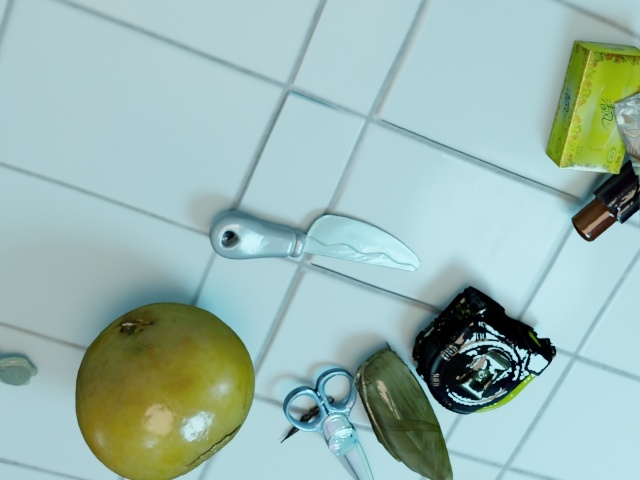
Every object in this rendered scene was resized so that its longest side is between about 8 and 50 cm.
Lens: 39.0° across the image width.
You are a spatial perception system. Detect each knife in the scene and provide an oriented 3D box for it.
[{"bbox_3d":[0.000,-0.002,1.346,0.331,0.044,0.080,5,108,-16],"label":"knife"}]

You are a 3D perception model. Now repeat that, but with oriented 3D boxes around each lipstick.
[{"bbox_3d":[0.494,-0.110,1.325,0.300,0.081,0.081,-42,114,13],"label":"lipstick"}]

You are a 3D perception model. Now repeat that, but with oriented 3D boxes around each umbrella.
[{"bbox_3d":[-0.026,0.298,1.500,0.122,0.013,0.022,-41,134,11],"label":"umbrella"}]

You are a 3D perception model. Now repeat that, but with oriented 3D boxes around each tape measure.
[{"bbox_3d":[0.250,0.190,1.429,0.199,0.112,0.186,34,110,-19],"label":"tape measure"}]

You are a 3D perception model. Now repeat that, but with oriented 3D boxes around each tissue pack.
[{"bbox_3d":[0.394,-0.188,1.285,0.095,0.062,0.176,5,116,-9],"label":"tissue pack"}]

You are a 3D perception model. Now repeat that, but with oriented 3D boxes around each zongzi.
[{"bbox_3d":[0.138,0.280,1.411,0.099,0.197,0.194,-29,114,-10],"label":"zongzi"}]

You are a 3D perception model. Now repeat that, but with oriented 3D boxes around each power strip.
[{"bbox_3d":[-0.479,0.193,1.387,0.083,0.035,0.055,31,109,-34],"label":"power strip"}]

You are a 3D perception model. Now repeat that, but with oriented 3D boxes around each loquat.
[{"bbox_3d":[-0.222,0.219,1.302,0.263,0.263,0.263,-3,116,-6],"label":"loquat"}]

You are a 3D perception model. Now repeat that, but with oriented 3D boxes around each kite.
[{"bbox_3d":[0.478,-0.105,1.276,0.127,0.016,0.229,-5,103,0],"label":"kite"}]

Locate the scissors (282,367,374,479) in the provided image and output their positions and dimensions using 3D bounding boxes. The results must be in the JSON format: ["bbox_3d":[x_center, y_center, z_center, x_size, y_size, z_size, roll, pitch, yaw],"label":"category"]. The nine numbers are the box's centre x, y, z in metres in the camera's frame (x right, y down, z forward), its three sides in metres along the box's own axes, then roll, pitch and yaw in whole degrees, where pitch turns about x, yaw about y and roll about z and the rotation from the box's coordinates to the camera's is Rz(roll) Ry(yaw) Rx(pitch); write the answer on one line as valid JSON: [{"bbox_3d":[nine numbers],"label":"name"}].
[{"bbox_3d":[0.034,0.325,1.505,0.125,0.030,0.256,-30,120,-6],"label":"scissors"}]
